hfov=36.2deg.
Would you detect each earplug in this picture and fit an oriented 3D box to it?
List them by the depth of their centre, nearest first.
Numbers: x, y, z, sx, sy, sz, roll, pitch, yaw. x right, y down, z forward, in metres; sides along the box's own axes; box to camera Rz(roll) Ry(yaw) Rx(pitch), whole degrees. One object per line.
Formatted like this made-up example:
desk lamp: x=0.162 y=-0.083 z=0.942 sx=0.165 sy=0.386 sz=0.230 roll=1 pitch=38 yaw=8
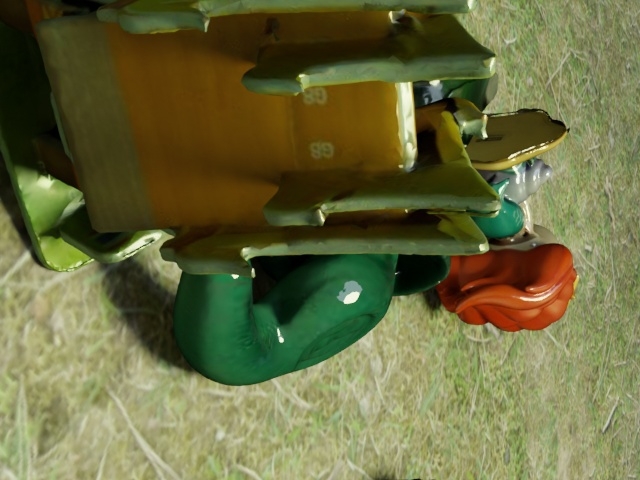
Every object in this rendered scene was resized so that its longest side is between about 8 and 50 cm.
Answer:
earplug: x=-0.008 y=0.000 z=0.808 sx=0.258 sy=0.164 sz=0.280 roll=26 pitch=57 yaw=-27

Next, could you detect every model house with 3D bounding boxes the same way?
model house: x=0.022 y=-0.100 z=0.595 sx=0.358 sy=0.313 sz=0.242 roll=-30 pitch=129 yaw=-34

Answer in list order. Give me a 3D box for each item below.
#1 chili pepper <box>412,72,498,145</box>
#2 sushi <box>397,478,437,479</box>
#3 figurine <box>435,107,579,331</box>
chili pepper: x=0.091 y=-0.160 z=0.948 sx=0.148 sy=0.116 sz=0.264 roll=-50 pitch=143 yaw=-38
sushi: x=0.094 y=0.336 z=0.942 sx=0.136 sy=0.126 sz=0.225 roll=57 pitch=45 yaw=-38
figurine: x=0.207 y=0.002 z=1.118 sx=0.208 sy=0.181 sz=0.257 roll=-118 pitch=-170 yaw=-67
